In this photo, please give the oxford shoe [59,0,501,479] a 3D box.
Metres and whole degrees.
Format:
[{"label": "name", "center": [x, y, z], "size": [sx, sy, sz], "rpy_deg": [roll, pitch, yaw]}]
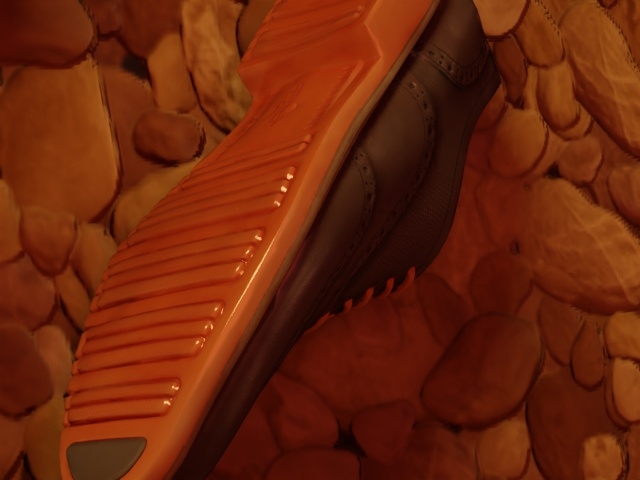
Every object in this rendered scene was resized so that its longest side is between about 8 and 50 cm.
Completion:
[{"label": "oxford shoe", "center": [0.000, 0.000, 0.910], "size": [0.133, 0.130, 0.364], "rpy_deg": [47, 57, -28]}]
